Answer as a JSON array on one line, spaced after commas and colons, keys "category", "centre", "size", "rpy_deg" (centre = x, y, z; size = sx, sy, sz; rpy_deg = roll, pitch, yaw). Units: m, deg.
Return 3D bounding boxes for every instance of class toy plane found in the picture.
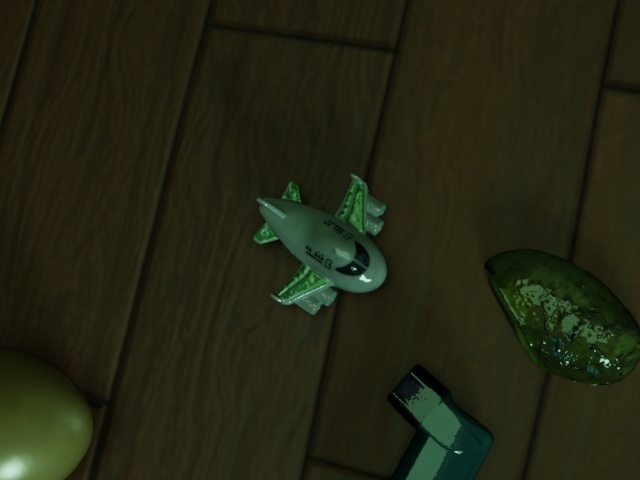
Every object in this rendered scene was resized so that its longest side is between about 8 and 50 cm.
[{"category": "toy plane", "centre": [0.001, 0.001, 1.007], "size": [0.174, 0.080, 0.174], "rpy_deg": [-1, 81, 8]}]

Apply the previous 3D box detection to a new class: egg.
[{"category": "egg", "centre": [-0.381, 0.216, 0.977], "size": [0.245, 0.201, 0.201], "rpy_deg": [-3, 80, -3]}]

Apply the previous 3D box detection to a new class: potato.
[{"category": "potato", "centre": [0.268, 0.080, 0.961], "size": [0.119, 0.054, 0.198], "rpy_deg": [-41, 76, 4]}]

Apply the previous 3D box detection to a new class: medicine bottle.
[{"category": "medicine bottle", "centre": [0.093, 0.273, 0.944], "size": [0.124, 0.079, 0.258], "rpy_deg": [26, 86, 9]}]
